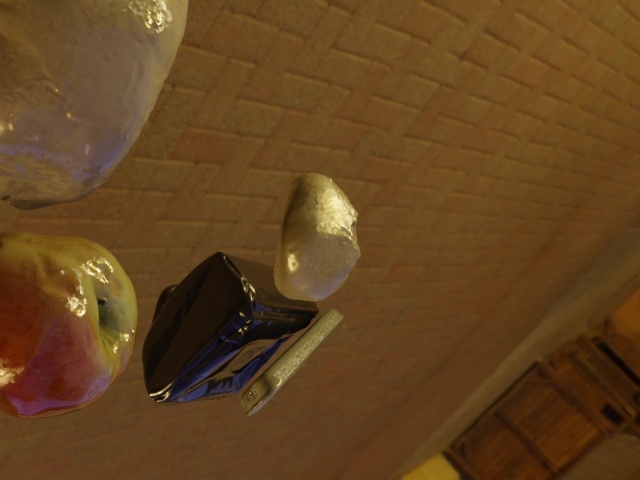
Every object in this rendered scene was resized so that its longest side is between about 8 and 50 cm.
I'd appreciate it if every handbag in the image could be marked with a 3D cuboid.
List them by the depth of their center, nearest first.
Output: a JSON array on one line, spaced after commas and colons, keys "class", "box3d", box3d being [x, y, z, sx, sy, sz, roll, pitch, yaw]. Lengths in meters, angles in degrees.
[{"class": "handbag", "box3d": [-0.179, 0.150, 1.361, 0.275, 0.177, 0.302, -40, 162, 12]}]

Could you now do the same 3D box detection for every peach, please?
[{"class": "peach", "box3d": [-0.332, 0.088, 0.888, 0.214, 0.236, 0.214, 7, 90, -70]}]

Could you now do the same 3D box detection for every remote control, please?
[{"class": "remote control", "box3d": [-0.044, 0.199, 1.322, 0.090, 0.038, 0.309, -49, 175, 28]}]

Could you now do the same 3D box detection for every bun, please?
[{"class": "bun", "box3d": [-0.157, -0.099, 0.435, 0.113, 0.166, 0.173, 29, 111, -25]}, {"class": "bun", "box3d": [0.000, 0.000, 0.504, 0.055, 0.086, 0.086, 9, 149, -3]}]
